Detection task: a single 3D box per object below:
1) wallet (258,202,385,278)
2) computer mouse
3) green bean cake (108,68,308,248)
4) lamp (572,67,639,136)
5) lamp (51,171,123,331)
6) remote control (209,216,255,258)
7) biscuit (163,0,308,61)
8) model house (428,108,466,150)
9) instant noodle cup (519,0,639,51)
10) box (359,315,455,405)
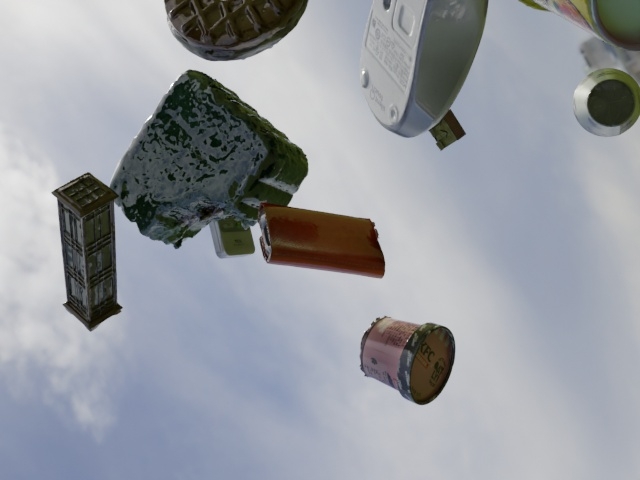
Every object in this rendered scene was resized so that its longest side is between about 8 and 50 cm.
[{"bbox_3d":[0.000,0.000,1.683,0.204,0.045,0.142,8,-142,-19],"label":"wallet"},{"bbox_3d":[0.144,-0.285,1.337,0.121,0.297,0.184,-11,-142,-24],"label":"computer mouse"},{"bbox_3d":[-0.211,-0.120,1.893,0.300,0.308,0.169,44,-169,28],"label":"green bean cake"},{"bbox_3d":[0.511,-0.246,1.798,0.121,0.121,0.214,61,-163,-1],"label":"lamp"},{"bbox_3d":[-0.434,0.027,1.899,0.090,0.325,0.089,37,-129,24],"label":"lamp"},{"bbox_3d":[-0.202,-0.086,2.106,0.103,0.034,0.250,-3,-103,-54],"label":"remote control"},{"bbox_3d":[-0.171,-0.516,2.066,0.103,0.332,0.332,51,-160,-62],"label":"biscuit"},{"bbox_3d":[0.235,-0.223,1.943,0.083,0.058,0.057,58,-166,-7],"label":"model house"},{"bbox_3d":[0.466,-0.461,1.574,0.325,0.325,0.254,40,-167,-39],"label":"instant noodle cup"},{"bbox_3d":[0.154,0.215,1.871,0.151,0.135,0.151,-21,-62,-48],"label":"box"}]
